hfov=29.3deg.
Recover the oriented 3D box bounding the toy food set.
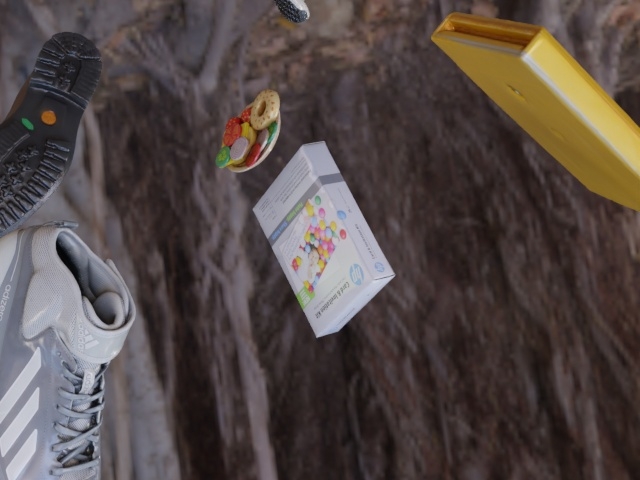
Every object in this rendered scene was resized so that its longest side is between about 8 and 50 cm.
[{"bbox_3d":[-0.069,-0.104,1.201,0.083,0.083,0.020,-18,144,41],"label":"toy food set"}]

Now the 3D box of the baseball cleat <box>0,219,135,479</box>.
[{"bbox_3d":[-0.154,0.091,0.731,0.109,0.206,0.072,-13,179,40],"label":"baseball cleat"}]

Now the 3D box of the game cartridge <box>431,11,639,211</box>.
[{"bbox_3d":[0.302,-0.147,1.480,0.323,0.053,0.285,39,-179,-21],"label":"game cartridge"}]

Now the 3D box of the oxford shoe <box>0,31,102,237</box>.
[{"bbox_3d":[-0.283,-0.089,1.195,0.082,0.227,0.096,32,152,-12],"label":"oxford shoe"}]

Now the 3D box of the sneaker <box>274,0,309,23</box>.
[{"bbox_3d":[-0.047,-0.399,1.875,0.075,0.161,0.057,-30,143,-12],"label":"sneaker"}]

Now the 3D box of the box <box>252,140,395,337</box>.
[{"bbox_3d":[0.000,0.000,1.447,0.038,0.186,0.145,-14,158,-37],"label":"box"}]
